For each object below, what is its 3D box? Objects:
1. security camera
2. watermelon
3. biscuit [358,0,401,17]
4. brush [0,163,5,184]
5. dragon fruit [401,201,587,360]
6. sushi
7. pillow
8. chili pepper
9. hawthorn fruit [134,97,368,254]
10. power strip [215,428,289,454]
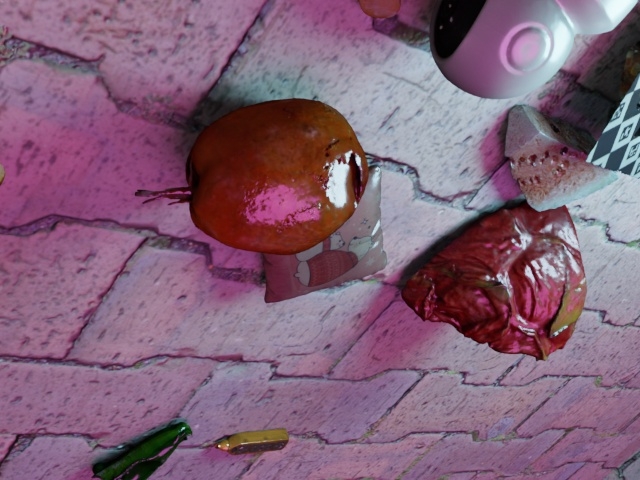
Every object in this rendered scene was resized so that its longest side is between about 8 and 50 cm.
[{"bbox_3d":[0.252,-0.287,1.011,0.236,0.194,0.194,-42,140,17],"label":"security camera"},{"bbox_3d":[0.384,-0.146,1.347,0.154,0.094,0.241,-34,141,23],"label":"watermelon"},{"bbox_3d":[0.093,-0.349,0.910,0.153,0.030,0.234,11,149,-34],"label":"biscuit"},{"bbox_3d":[-0.485,-0.071,0.847,0.166,0.174,0.266,-26,160,17],"label":"brush"},{"bbox_3d":[0.319,0.097,1.511,0.330,0.302,0.240,-12,170,-3],"label":"dragon fruit"},{"bbox_3d":[0.549,-0.251,1.322,0.292,0.059,0.294,1,121,-49],"label":"sushi"},{"bbox_3d":[0.000,0.000,1.265,0.223,0.084,0.236,-18,137,-12],"label":"pillow"},{"bbox_3d":[-0.346,0.430,1.560,0.216,0.062,0.108,-30,148,2],"label":"chili pepper"},{"bbox_3d":[-0.090,-0.077,1.029,0.299,0.211,0.211,-9,138,-25],"label":"hawthorn fruit"},{"bbox_3d":[-0.146,0.438,1.712,0.178,0.028,0.049,4,132,-33],"label":"power strip"}]
